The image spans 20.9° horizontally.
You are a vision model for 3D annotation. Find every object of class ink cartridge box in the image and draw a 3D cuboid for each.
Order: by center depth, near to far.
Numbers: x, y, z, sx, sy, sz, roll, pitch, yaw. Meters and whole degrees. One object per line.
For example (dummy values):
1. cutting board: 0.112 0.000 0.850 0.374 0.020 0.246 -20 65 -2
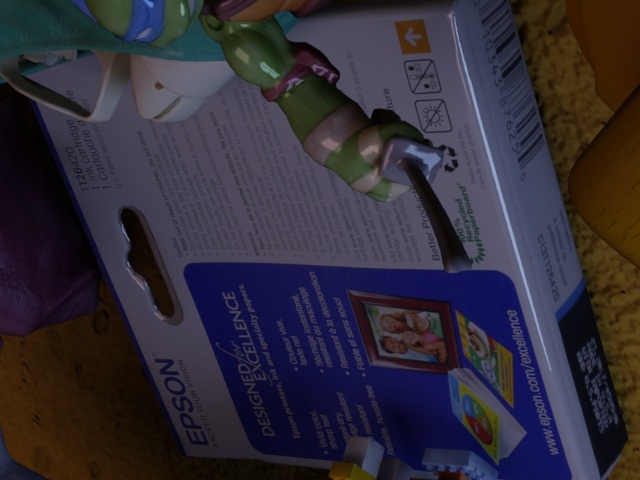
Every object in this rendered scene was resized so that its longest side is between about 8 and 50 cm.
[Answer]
1. ink cartridge box: 0.000 0.000 1.012 0.307 0.072 0.303 2 122 38

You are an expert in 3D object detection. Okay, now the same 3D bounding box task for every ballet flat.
1. ballet flat: -0.098 -0.105 0.918 0.247 0.083 0.087 7 103 37

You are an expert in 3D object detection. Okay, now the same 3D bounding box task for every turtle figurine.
1. turtle figurine: 0.053 -0.123 0.726 0.275 0.266 0.198 -5 113 47

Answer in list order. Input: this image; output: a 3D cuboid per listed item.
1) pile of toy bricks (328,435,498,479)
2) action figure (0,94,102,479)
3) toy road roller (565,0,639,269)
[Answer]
1. pile of toy bricks: 0.091 0.202 1.005 0.118 0.105 0.212 -1 151 39
2. action figure: -0.248 0.011 0.985 0.248 0.370 0.275 3 107 10
3. toy road roller: 0.242 -0.045 0.677 0.329 0.240 0.202 41 136 4
